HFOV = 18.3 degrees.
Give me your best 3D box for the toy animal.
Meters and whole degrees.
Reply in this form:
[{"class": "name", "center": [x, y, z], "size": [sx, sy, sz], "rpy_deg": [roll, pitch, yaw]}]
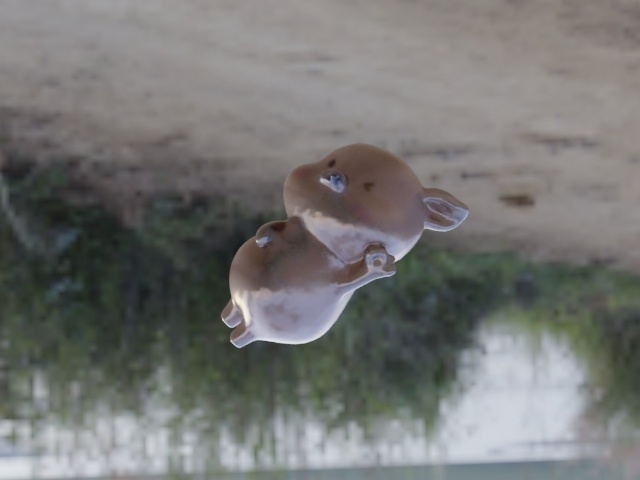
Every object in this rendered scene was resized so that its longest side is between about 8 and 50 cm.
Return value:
[{"class": "toy animal", "center": [0.002, 0.002, 1.117], "size": [0.150, 0.083, 0.089], "rpy_deg": [-40, 173, 2]}]
